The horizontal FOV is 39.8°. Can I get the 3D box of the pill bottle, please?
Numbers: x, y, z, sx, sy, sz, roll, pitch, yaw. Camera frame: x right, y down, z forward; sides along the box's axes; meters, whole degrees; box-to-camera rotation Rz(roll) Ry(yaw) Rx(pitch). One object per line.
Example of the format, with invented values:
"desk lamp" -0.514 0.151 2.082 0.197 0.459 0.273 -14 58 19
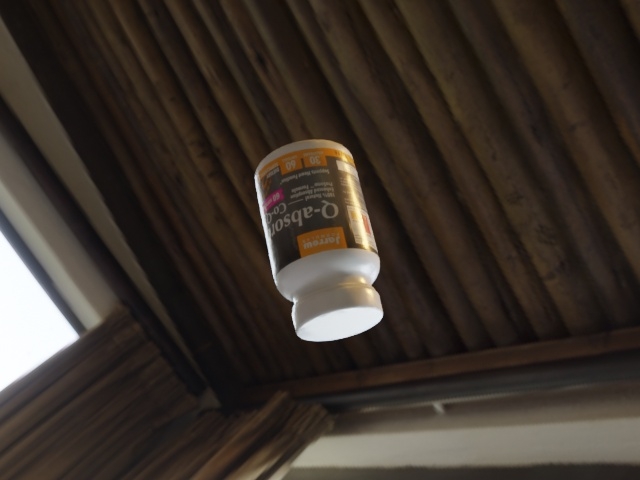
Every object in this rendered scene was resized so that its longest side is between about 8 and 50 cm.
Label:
"pill bottle" 0.000 0.000 1.343 0.162 0.162 0.278 125 -43 -55
